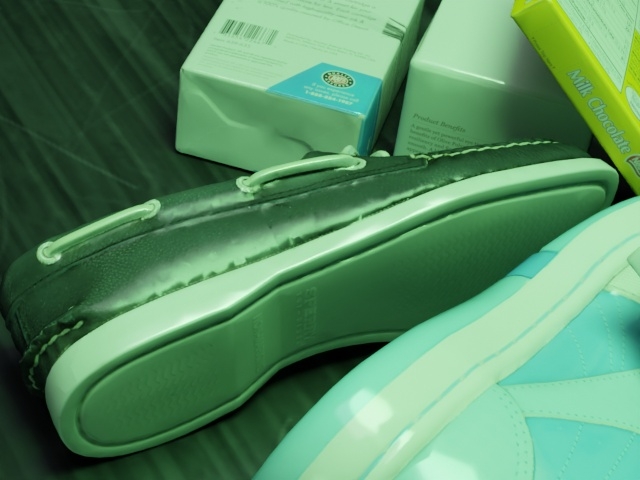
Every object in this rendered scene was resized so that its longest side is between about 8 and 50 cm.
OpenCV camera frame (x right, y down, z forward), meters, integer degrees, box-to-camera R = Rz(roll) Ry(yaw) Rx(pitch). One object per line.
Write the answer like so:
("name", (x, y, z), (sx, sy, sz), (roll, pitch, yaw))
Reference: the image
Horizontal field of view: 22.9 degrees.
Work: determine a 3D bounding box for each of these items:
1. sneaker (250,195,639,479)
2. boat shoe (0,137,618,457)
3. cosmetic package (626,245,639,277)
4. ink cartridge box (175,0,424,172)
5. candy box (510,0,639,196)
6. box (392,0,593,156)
("sneaker", (0.131, 0.108, 0.651), (0.208, 0.127, 0.319), (46, 42, 16))
("boat shoe", (0.000, 0.000, 0.740), (0.302, 0.114, 0.091), (-17, 53, -26))
("cosmetic package", (0.226, 0.034, 0.680), (0.239, 0.060, 0.099), (6, 45, -54))
("ink cartridge box", (-0.003, -0.112, 0.901), (0.104, 0.060, 0.180), (15, 43, 9))
("candy box", (0.167, -0.068, 0.802), (0.027, 0.206, 0.105), (-24, 29, 31))
("box", (0.102, -0.077, 0.859), (0.101, 0.087, 0.102), (16, 43, 8))
